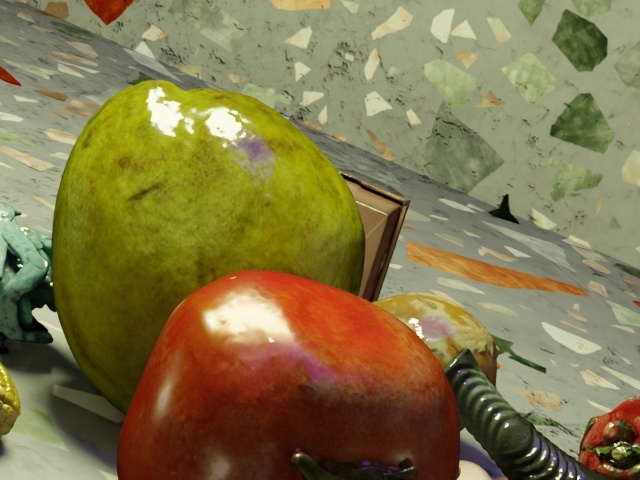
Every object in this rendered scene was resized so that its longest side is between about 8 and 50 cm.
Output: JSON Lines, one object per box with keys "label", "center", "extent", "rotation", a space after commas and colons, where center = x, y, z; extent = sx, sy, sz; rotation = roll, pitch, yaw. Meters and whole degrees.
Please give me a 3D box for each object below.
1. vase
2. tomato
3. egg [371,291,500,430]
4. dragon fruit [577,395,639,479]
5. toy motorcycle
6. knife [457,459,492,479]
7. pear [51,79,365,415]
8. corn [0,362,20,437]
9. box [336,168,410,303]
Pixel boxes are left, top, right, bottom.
{"label": "vase", "center": [0.224, 0.238, 1.929], "extent": [0.237, 0.115, 0.115], "rotation": [46, 18, 5]}
{"label": "tomato", "center": [-0.030, 0.190, 1.580], "extent": [0.325, 0.293, 0.290], "rotation": [7, 16, -24]}
{"label": "egg", "center": [0.108, 0.161, 2.065], "extent": [0.233, 0.195, 0.195], "rotation": [1, 17, -6]}
{"label": "dragon fruit", "center": [0.441, 0.305, 2.036], "extent": [0.269, 0.198, 0.200], "rotation": [37, 6, 8]}
{"label": "toy motorcycle", "center": [-0.407, 0.037, 1.947], "extent": [0.260, 0.154, 0.206], "rotation": [21, 36, 34]}
{"label": "knife", "center": [0.211, 0.338, 1.798], "extent": [0.081, 0.043, 0.336], "rotation": [-30, 31, -12]}
{"label": "pear", "center": [-0.127, 0.027, 1.844], "extent": [0.351, 0.414, 0.352], "rotation": [-10, -4, -1]}
{"label": "corn", "center": [-0.379, 0.134, 1.731], "extent": [0.080, 0.080, 0.238], "rotation": [9, 21, -36]}
{"label": "box", "center": [0.000, 0.000, 2.463], "extent": [0.215, 0.215, 0.086], "rotation": [23, 23, 14]}
